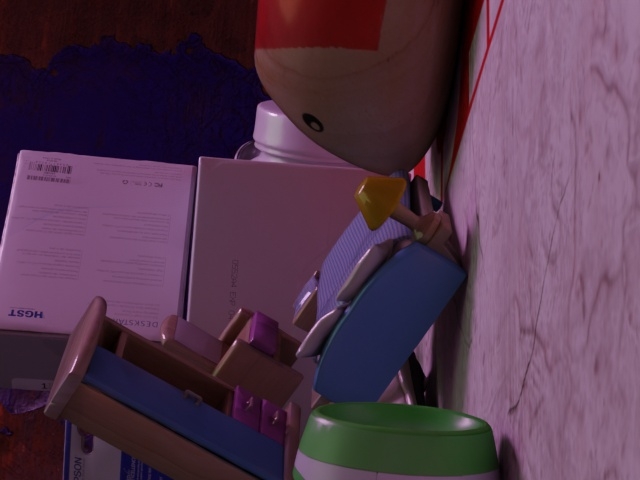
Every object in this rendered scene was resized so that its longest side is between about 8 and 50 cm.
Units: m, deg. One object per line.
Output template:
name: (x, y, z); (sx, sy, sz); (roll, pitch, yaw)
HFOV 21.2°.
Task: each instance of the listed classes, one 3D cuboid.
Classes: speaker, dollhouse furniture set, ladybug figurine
speaker: (0.036, 0.250, 1.011); (0.131, 0.131, 0.296); (-136, 50, -86)
dollhouse furniture set: (-0.042, 0.019, 1.354); (0.303, 0.198, 0.286); (-55, 12, 19)
ladybug figurine: (0.035, -0.280, 1.404); (0.305, 0.162, 0.449); (-151, 66, -87)

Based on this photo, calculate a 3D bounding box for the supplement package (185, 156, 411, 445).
supplement package: (-0.026, 0.064, 1.640); (0.145, 0.204, 0.262); (131, 143, -83)

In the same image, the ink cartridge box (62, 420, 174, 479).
ink cartridge box: (-0.108, 0.218, 1.800); (0.065, 0.333, 0.165); (-42, -39, -66)

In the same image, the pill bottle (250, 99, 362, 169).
pill bottle: (-0.015, -0.008, 1.920); (0.161, 0.161, 0.283); (-99, 14, -76)

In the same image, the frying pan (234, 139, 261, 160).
frying pan: (-0.024, -0.015, 2.133); (0.053, 0.197, 0.326); (-44, 29, 31)

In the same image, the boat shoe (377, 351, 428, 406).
boat shoe: (0.068, 0.170, 1.325); (0.065, 0.075, 0.206); (38, -146, -39)

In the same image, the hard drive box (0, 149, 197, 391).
hard drive box: (-0.217, 0.030, 1.649); (0.089, 0.181, 0.232); (98, 176, -48)
